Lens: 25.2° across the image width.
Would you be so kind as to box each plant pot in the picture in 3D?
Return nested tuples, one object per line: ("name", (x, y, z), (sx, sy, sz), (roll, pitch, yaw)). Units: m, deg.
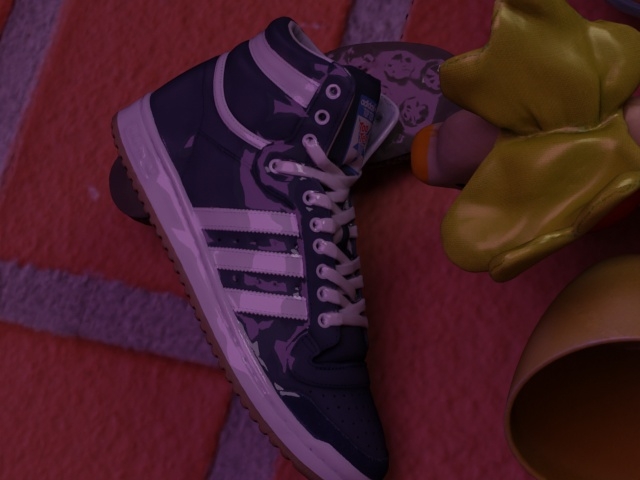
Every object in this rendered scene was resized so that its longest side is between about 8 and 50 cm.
("plant pot", (0.166, 0.063, 0.757), (0.134, 0.134, 0.095), (-12, 40, 21))

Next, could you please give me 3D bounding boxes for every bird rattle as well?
("bird rattle", (0.163, -0.054, 0.764), (0.207, 0.253, 0.143), (-5, 88, 62))

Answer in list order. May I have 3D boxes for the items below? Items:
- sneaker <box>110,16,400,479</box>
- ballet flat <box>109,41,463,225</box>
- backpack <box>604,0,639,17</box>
("sneaker", (0.000, 0.000, 0.840), (0.153, 0.099, 0.282), (-34, 74, 13))
("ballet flat", (-0.018, -0.064, 0.935), (0.249, 0.058, 0.084), (-19, 74, 14))
("backpack", (0.226, -0.249, 0.811), (0.225, 0.191, 0.254), (-12, 63, 19))
